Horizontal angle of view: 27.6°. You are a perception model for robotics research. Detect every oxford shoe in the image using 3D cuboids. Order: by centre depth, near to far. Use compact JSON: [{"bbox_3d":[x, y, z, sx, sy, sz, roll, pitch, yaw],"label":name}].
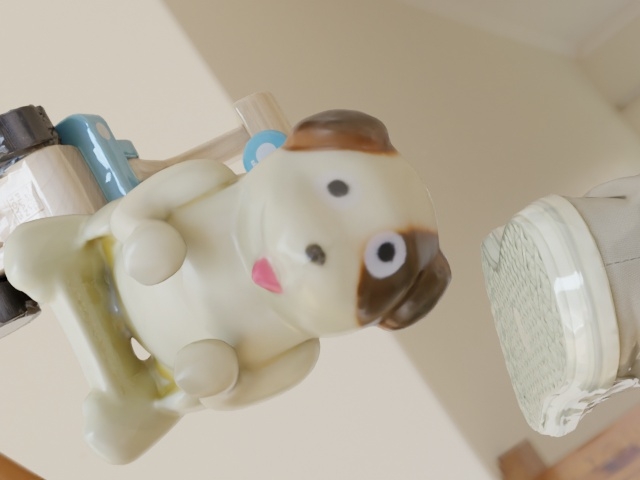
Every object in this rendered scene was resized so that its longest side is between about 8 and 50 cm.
[{"bbox_3d":[0.195,0.047,0.944,0.130,0.169,0.449,-18,-9,-1],"label":"oxford shoe"}]

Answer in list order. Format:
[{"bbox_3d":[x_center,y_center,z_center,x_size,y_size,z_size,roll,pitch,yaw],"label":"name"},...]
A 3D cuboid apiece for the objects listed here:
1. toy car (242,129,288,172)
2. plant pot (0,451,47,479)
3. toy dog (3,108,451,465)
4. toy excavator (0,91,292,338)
[{"bbox_3d":[0.000,0.000,1.737,0.210,0.238,0.219,8,-8,20],"label":"toy car"},{"bbox_3d":[-0.288,0.290,1.038,0.291,0.203,0.291,-42,4,3],"label":"plant pot"},{"bbox_3d":[-0.058,0.037,1.364,0.408,0.284,0.395,-23,-6,42],"label":"toy dog"},{"bbox_3d":[-0.284,-0.069,1.782,0.433,0.222,0.445,-32,-5,18],"label":"toy excavator"}]
